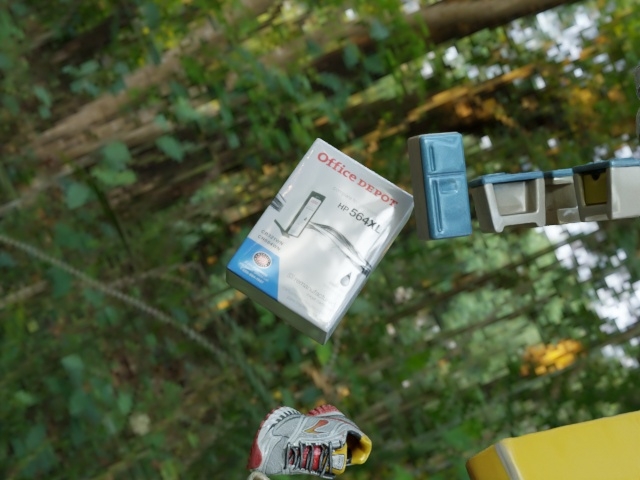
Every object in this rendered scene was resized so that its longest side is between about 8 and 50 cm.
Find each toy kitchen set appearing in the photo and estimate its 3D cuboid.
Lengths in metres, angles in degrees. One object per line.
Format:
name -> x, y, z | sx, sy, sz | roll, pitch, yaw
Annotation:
toy kitchen set -> 0.229, -0.073, 1.528 | 0.166, 0.207, 0.122 | 174, -90, -70

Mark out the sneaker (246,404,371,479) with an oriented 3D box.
sneaker -> -0.012, 0.272, 1.802 | 0.092, 0.088, 0.225 | 28, 19, 33

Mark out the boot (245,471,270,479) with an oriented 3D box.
boot -> -0.064, 0.382, 1.495 | 0.077, 0.165, 0.213 | 17, 30, -54

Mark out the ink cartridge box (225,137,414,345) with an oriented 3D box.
ink cartridge box -> 0.000, 0.000, 1.650 | 0.148, 0.203, 0.086 | 32, -15, 6

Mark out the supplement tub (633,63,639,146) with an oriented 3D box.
supplement tub -> 0.475, -0.087, 1.568 | 0.191, 0.191, 0.272 | 76, 5, -74

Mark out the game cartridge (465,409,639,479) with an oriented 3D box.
game cartridge -> 0.261, 0.271, 0.920 | 0.285, 0.052, 0.324 | -2, 62, -44
